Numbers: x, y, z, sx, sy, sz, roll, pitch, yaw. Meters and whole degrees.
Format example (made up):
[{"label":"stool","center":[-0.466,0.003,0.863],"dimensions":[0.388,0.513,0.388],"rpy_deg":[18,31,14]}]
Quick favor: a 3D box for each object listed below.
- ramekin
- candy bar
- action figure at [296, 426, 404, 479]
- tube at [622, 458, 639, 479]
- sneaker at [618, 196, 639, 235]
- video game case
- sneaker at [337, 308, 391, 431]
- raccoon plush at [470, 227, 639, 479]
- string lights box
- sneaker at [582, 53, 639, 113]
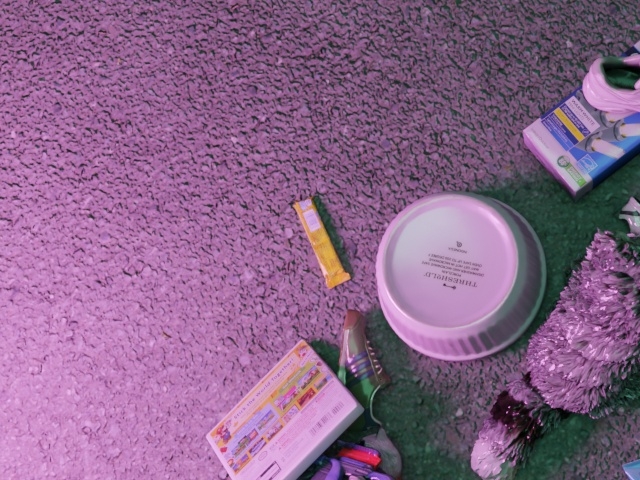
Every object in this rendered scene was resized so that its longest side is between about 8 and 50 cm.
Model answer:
[{"label":"ramekin","center":[0.209,0.045,1.879],"dimensions":[0.273,0.127,0.272],"rpy_deg":[-4,75,15]},{"label":"candy bar","center":[0.000,0.000,1.999],"dimensions":[0.040,0.018,0.161],"rpy_deg":[-25,75,2]},{"label":"action figure","center":[0.003,0.428,1.860],"dimensions":[0.341,0.178,0.330],"rpy_deg":[18,67,47]},{"label":"tube","center":[0.525,0.417,1.801],"dimensions":[0.080,0.052,0.207],"rpy_deg":[-19,70,-2]},{"label":"sneaker","center":[0.511,-0.017,1.893],"dimensions":[0.044,0.040,0.109],"rpy_deg":[-47,70,17]},{"label":"video game case","center":[-0.059,0.285,1.892],"dimensions":[0.227,0.026,0.206],"rpy_deg":[-46,36,1]},{"label":"sneaker","center":[0.071,0.209,1.926],"dimensions":[0.086,0.064,0.192],"rpy_deg":[7,81,5]},{"label":"raccoon plush","center":[0.387,0.181,1.740],"dimensions":[0.216,0.299,0.446],"rpy_deg":[27,86,15]},{"label":"string lights box","center":[0.462,-0.194,1.912],"dimensions":[0.260,0.077,0.133],"rpy_deg":[-38,73,2]},{"label":"sneaker","center":[0.507,-0.226,1.808],"dimensions":[0.232,0.115,0.090],"rpy_deg":[7,80,13]}]
